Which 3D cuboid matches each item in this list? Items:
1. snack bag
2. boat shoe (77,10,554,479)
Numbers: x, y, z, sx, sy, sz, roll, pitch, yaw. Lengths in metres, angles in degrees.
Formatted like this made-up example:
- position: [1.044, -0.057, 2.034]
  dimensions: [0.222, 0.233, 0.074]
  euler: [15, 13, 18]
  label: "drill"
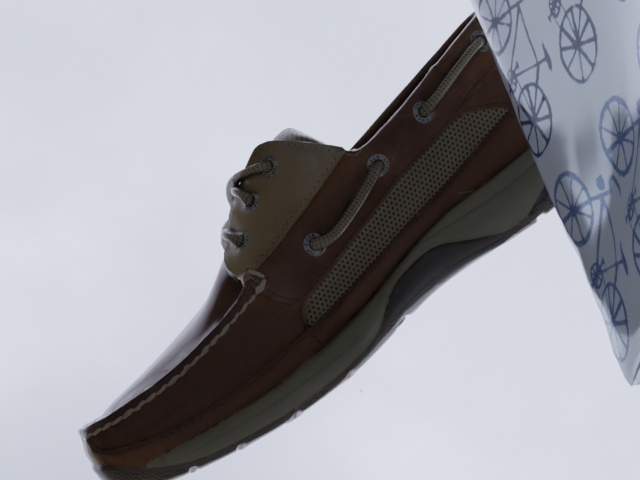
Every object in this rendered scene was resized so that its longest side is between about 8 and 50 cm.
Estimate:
- position: [0.119, -0.162, 0.631]
  dimensions: [0.037, 0.342, 0.323]
  euler: [-7, -121, -15]
  label: "snack bag"
- position: [0.000, 0.000, 0.861]
  dimensions: [0.324, 0.123, 0.116]
  euler: [-39, -85, -15]
  label: "boat shoe"
